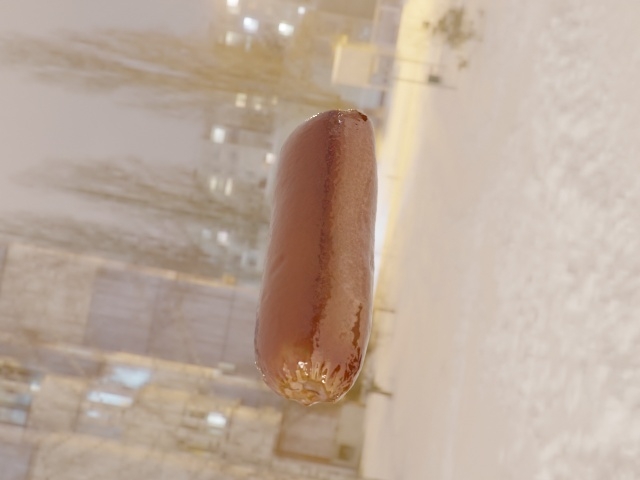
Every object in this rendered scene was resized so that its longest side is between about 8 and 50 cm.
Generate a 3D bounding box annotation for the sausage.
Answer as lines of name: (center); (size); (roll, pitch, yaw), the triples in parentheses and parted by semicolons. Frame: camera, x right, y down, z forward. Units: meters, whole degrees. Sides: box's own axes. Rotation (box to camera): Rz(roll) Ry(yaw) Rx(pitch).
sausage: (0.000, 0.000, 1.021); (0.089, 0.083, 0.300); (-39, 35, 38)
